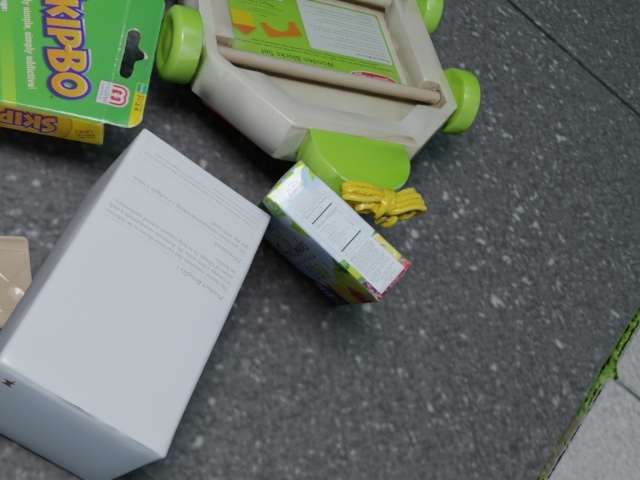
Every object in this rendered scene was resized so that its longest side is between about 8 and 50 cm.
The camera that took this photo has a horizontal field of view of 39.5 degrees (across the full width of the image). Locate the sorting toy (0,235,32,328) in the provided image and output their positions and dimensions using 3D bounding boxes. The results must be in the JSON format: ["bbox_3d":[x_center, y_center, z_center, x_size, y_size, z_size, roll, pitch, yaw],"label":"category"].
[{"bbox_3d":[-0.226,0.027,0.567,0.083,0.012,0.062,1,69,-33],"label":"sorting toy"}]

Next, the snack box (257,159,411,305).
[{"bbox_3d":[0.000,0.000,0.632,0.100,0.141,0.037,44,79,-3],"label":"snack box"}]

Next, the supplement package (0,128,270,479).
[{"bbox_3d":[-0.125,0.042,0.555,0.105,0.105,0.179,36,52,-18],"label":"supplement package"}]

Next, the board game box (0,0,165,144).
[{"bbox_3d":[-0.242,-0.141,0.600,0.259,0.039,0.124,9,60,-8],"label":"board game box"}]

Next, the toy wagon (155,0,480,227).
[{"bbox_3d":[-0.001,-0.141,0.715,0.267,0.068,0.344,6,52,-27],"label":"toy wagon"}]
